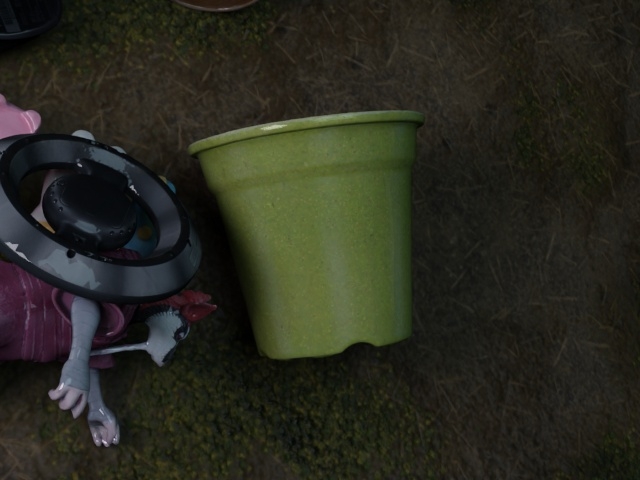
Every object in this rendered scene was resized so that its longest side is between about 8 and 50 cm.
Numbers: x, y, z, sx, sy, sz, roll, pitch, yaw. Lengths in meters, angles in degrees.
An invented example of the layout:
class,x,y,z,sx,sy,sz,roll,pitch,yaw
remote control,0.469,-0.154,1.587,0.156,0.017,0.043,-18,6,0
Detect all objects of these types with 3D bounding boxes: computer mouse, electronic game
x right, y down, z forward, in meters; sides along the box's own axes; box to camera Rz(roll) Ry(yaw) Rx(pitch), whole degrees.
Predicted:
class,x,y,z,sx,sy,sz,roll,pitch,yaw
computer mouse,-0.432,-0.271,1.150,0.262,0.060,0.184,-23,79,-30
electronic game,-0.218,-0.025,0.986,0.229,0.048,0.229,24,31,-15

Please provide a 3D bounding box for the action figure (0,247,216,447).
class,x,y,z,sx,sy,sz,roll,pitch,yaw
action figure,-0.288,0.067,1.031,0.370,0.248,0.276,-8,70,-24

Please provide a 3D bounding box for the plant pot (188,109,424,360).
class,x,y,z,sx,sy,sz,roll,pitch,yaw
plant pot,0.000,0.000,1.202,0.276,0.276,0.254,-8,90,-31

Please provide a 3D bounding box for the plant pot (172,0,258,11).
class,x,y,z,sx,sy,sz,roll,pitch,yaw
plant pot,-0.132,-0.402,1.304,0.167,0.167,0.165,16,59,-25

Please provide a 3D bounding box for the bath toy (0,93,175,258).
class,x,y,z,sx,sy,sz,roll,pitch,yaw
bath toy,-0.333,-0.071,1.095,0.348,0.129,0.151,30,64,-19
